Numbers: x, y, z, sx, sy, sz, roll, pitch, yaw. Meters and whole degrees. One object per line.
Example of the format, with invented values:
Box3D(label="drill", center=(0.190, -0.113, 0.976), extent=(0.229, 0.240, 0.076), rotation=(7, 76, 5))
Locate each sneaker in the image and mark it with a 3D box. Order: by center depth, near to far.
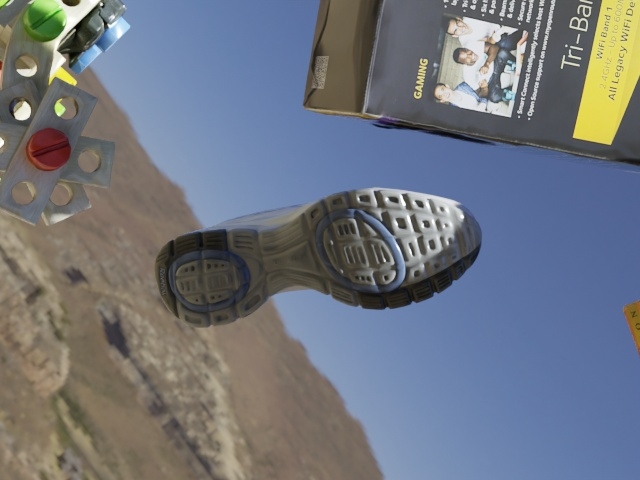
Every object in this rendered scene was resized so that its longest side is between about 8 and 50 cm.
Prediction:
Box3D(label="sneaker", center=(0.000, 0.000, 0.979), extent=(0.129, 0.297, 0.111), rotation=(-46, 128, -66))

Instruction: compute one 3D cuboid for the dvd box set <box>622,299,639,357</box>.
Box3D(label="dvd box set", center=(0.492, 0.135, 0.937), extent=(0.420, 0.062, 0.307), rotation=(-32, -108, 48))

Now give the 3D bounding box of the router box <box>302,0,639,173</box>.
Box3D(label="router box", center=(0.140, -0.190, 0.512), extent=(0.081, 0.243, 0.308), rotation=(-156, -104, -67))

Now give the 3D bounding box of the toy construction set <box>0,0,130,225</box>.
Box3D(label="toy construction set", center=(-0.258, -0.118, 0.869), extent=(0.151, 0.215, 0.328), rotation=(50, -20, -29))
